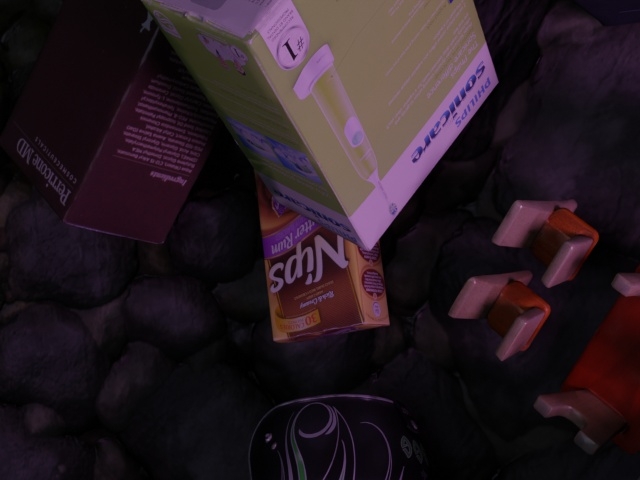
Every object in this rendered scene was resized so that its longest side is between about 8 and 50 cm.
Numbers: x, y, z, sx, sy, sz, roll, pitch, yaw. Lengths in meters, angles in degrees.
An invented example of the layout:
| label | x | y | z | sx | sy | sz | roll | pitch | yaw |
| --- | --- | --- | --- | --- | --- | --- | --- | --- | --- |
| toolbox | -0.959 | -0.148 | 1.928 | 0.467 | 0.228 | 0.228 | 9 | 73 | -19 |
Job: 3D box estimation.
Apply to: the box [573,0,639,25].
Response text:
| label | x | y | z | sx | sy | sz | roll | pitch | yaw |
| --- | --- | --- | --- | --- | --- | --- | --- | --- | --- |
| box | 0.259 | -0.299 | 0.667 | 0.294 | 0.395 | 0.212 | 1 | 84 | 34 |

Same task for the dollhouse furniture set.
| label | x | y | z | sx | sy | sz | roll | pitch | yaw |
| --- | --- | --- | --- | --- | --- | --- | --- | --- | --- |
| dollhouse furniture set | 0.275 | 0.046 | 0.804 | 0.262 | 0.135 | 0.259 | 43 | 120 | 31 |

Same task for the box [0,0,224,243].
| label | x | y | z | sx | sy | sz | roll | pitch | yaw |
| --- | --- | --- | --- | --- | --- | --- | --- | --- | --- |
| box | -0.177 | -0.210 | 1.104 | 0.191 | 0.143 | 0.381 | 41 | 110 | 41 |

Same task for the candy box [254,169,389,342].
| label | x | y | z | sx | sy | sz | roll | pitch | yaw |
| --- | --- | --- | --- | --- | --- | --- | --- | --- | --- |
| candy box | 0.000 | 0.000 | 1.023 | 0.109 | 0.053 | 0.186 | -14 | 78 | 32 |

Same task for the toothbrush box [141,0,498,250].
| label | x | y | z | sx | sy | sz | roll | pitch | yaw |
| --- | --- | --- | --- | --- | --- | --- | --- | --- | --- |
| toothbrush box | 0.016 | -0.159 | 0.853 | 0.122 | 0.283 | 0.206 | 28 | 74 | 35 |

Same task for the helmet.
| label | x | y | z | sx | sy | sz | roll | pitch | yaw |
| --- | --- | --- | --- | --- | --- | --- | --- | --- | --- |
| helmet | 0.017 | 0.229 | 0.918 | 0.169 | 0.169 | 0.161 | -19 | 57 | 32 |
